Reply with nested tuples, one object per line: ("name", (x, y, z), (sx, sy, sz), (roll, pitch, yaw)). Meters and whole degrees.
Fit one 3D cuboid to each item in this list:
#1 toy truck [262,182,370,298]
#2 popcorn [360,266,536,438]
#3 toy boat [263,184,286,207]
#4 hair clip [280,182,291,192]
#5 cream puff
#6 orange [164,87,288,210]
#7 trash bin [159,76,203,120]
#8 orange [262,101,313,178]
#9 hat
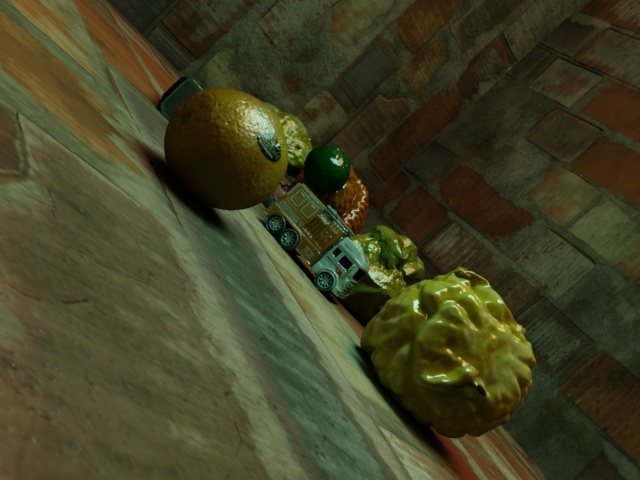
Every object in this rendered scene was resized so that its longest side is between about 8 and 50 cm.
("toy truck", (0.000, 0.000, 1.615), (0.305, 0.162, 0.136), (49, 4, 17))
("popcorn", (0.253, 0.240, 1.307), (0.349, 0.349, 0.382), (47, -21, -8))
("toy boat", (-0.188, -0.173, 2.041), (0.227, 0.085, 0.155), (60, 17, 17))
("hair clip", (-0.134, -0.187, 2.279), (0.278, 0.137, 0.090), (30, 30, -49))
("cream puff", (0.190, 0.111, 1.791), (0.323, 0.274, 0.270), (40, -2, -38))
("orange", (-0.168, -0.164, 1.121), (0.236, 0.236, 0.236), (47, 4, -5))
("trash bin", (-0.364, -0.373, 1.755), (0.164, 0.122, 0.240), (46, 2, -23))
("orange", (-0.178, -0.365, 2.156), (0.369, 0.210, 0.271), (26, 4, -2))
("hat", (0.004, -0.166, 1.845), (0.285, 0.285, 0.400), (50, -18, 32))
